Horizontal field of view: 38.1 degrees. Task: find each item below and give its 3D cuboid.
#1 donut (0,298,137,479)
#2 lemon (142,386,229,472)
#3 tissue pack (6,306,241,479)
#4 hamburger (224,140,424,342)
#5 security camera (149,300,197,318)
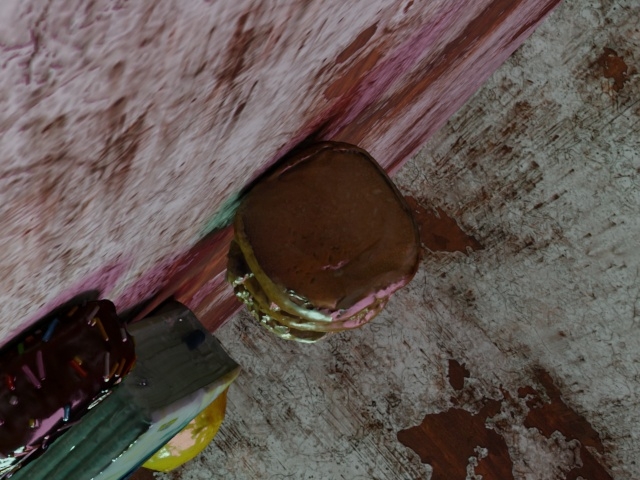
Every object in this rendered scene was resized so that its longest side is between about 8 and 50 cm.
[{"bbox_3d":[-0.282,0.156,0.926,0.235,0.089,0.235,-41,179,-1],"label":"donut"},{"bbox_3d":[-0.290,0.302,1.723,0.233,0.233,0.288,-42,-178,9],"label":"lemon"},{"bbox_3d":[-0.327,0.274,1.251,0.388,0.162,0.287,-42,172,16],"label":"tissue pack"},{"bbox_3d":[0.008,-0.002,1.183,0.211,0.245,0.261,111,-13,-66],"label":"hamburger"},{"bbox_3d":[-0.321,0.211,1.470,0.301,0.080,0.157,-38,177,-13],"label":"security camera"}]
